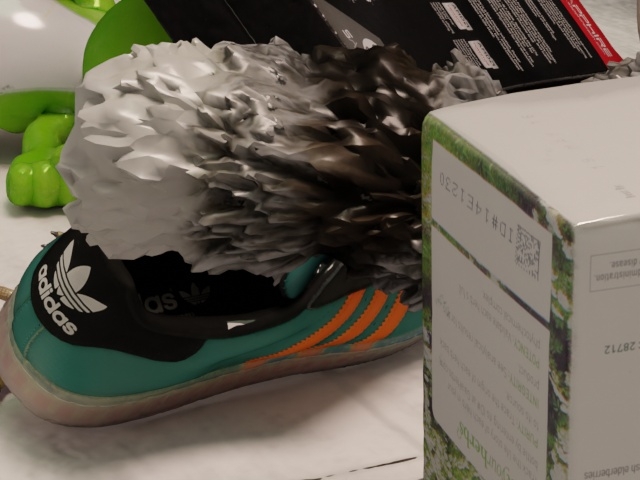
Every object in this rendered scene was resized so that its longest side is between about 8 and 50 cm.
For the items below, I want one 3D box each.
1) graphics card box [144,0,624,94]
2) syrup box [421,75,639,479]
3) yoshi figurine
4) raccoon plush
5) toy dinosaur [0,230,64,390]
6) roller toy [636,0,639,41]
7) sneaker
[{"bbox_3d":[0.035,-0.158,1.090,0.233,0.094,0.371,55,28,10],"label":"graphics card box"},{"bbox_3d":[0.086,0.083,0.465,0.096,0.237,0.093,-9,22,-15],"label":"syrup box"},{"bbox_3d":[-0.171,-0.120,1.108,0.362,0.204,0.203,10,37,15],"label":"yoshi figurine"},{"bbox_3d":[0.155,0.017,0.544,0.446,0.216,0.299,0,-7,-15],"label":"raccoon plush"},{"bbox_3d":[-0.116,0.042,0.864,0.183,0.053,0.092,-16,42,-31],"label":"toy dinosaur"},{"bbox_3d":[0.335,-0.163,1.227,0.191,0.209,0.146,25,33,33],"label":"roller toy"},{"bbox_3d":[0.000,0.000,0.816,0.302,0.108,0.121,-21,-15,-33],"label":"sneaker"}]
